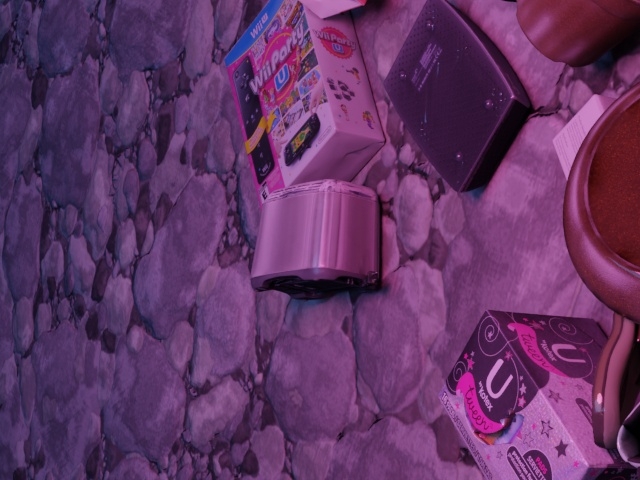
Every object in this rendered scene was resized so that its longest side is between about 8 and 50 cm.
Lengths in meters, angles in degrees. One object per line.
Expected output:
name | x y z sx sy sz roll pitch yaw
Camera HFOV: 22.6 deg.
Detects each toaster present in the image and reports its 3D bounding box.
toaster | 0.000 0.000 2.265 0.227 0.129 0.146 -11 72 52

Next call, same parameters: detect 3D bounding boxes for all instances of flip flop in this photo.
flip flop | 0.345 0.097 1.666 0.080 0.112 0.277 4 49 27

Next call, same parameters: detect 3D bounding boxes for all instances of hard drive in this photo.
hard drive | 0.178 -0.194 2.096 0.172 0.054 0.255 -62 37 29

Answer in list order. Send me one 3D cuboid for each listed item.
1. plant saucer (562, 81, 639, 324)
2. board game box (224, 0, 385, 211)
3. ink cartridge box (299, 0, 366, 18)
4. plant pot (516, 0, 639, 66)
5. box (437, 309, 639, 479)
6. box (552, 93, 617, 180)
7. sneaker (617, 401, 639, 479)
plant saucer | 0.380 -0.060 1.620 0.310 0.050 0.310 -15 60 27
board game box | -0.028 -0.212 2.394 0.224 0.097 0.303 -47 45 41
ink cartridge box | 0.049 -0.425 2.309 0.115 0.067 0.198 -5 54 57
plant pot | 0.314 -0.289 1.815 0.165 0.167 0.167 -47 45 53
box | 0.265 0.207 1.757 0.142 0.163 0.247 -64 36 29
box | 0.332 -0.092 1.782 0.087 0.102 0.101 -51 42 43
sneaker | 0.397 0.173 1.515 0.256 0.151 0.094 -37 51 47
